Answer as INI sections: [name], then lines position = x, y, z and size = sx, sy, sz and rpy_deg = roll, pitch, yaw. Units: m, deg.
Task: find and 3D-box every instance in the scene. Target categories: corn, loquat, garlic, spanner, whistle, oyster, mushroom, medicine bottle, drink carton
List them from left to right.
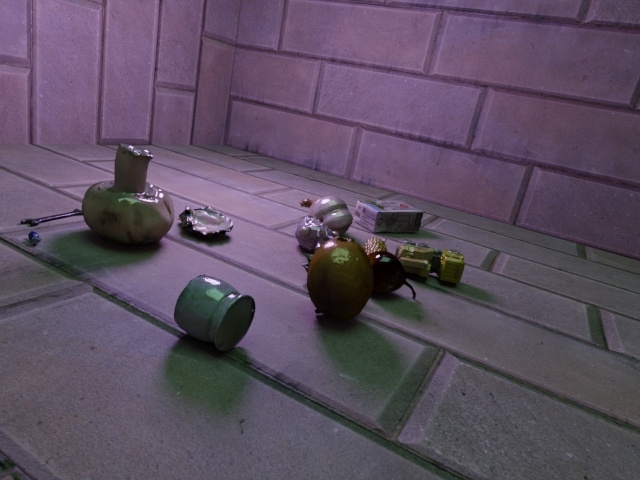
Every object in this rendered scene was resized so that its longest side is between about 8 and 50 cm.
[whistle]
position = -0.896, -0.011, 1.390
size = 0.033, 0.029, 0.083
rpy_deg = -35, 45, -22
[spanner]
position = -0.959, -0.087, 1.613
size = 0.054, 0.015, 0.254
rpy_deg = 14, 18, 16
[mushroom]
position = -0.645, -0.160, 1.520
size = 0.314, 0.336, 0.314
rpy_deg = 17, 22, -7
[oyster]
position = -0.470, -0.073, 1.769
size = 0.259, 0.092, 0.198
rpy_deg = 28, 23, 20
[medicine bottle]
position = -0.246, 0.170, 1.045
size = 0.143, 0.147, 0.147
rpy_deg = 23, 20, 22
[garlic]
position = 0.028, -0.123, 2.076
size = 0.203, 0.184, 0.281
rpy_deg = -17, 29, -19
[loquat]
position = 0.058, 0.108, 1.270
size = 0.193, 0.238, 0.238
rpy_deg = 11, 18, 0
[corn]
position = 0.217, 0.067, 1.741
size = 0.106, 0.106, 0.293
rpy_deg = 12, 22, 2
[drink carton]
position = 0.369, -0.129, 2.385
size = 0.324, 0.132, 0.194
rpy_deg = -2, 22, -32

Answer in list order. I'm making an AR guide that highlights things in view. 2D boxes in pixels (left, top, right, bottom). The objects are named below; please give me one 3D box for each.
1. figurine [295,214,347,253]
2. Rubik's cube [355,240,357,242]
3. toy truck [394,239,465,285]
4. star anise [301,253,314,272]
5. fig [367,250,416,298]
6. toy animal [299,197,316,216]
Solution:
[figurine]
position = -0.001, 0.000, 1.763
size = 0.200, 0.133, 0.276
rpy_deg = 7, 21, -41
[Rubik's cube]
position = 0.119, 0.035, 1.810
size = 0.073, 0.075, 0.084
rpy_deg = 20, 18, 33
[toy truck]
position = 0.430, 0.091, 1.751
size = 0.272, 0.124, 0.157
rpy_deg = 12, 17, 4
[star anise]
position = 0.037, 0.093, 1.471
size = 0.209, 0.089, 0.231
rpy_deg = -7, -25, 24
[fig]
position = 0.228, 0.111, 1.512
size = 0.202, 0.148, 0.149
rpy_deg = 5, -10, 14
[toy animal]
position = 0.006, -0.157, 2.296
size = 0.241, 0.099, 0.057
rpy_deg = 7, 19, -12
